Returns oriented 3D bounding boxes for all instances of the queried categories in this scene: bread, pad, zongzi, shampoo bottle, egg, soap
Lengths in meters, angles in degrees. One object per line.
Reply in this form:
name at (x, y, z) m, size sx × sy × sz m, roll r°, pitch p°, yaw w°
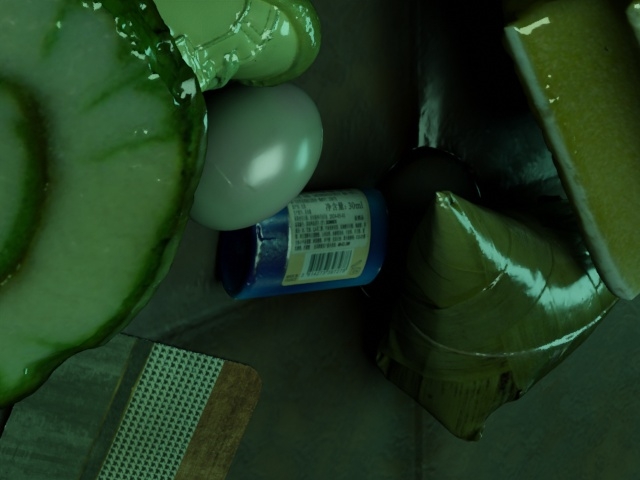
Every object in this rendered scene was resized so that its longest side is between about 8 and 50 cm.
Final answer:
bread at (-0.270, -0.050, 1.260) m, size 0.381 × 0.129 × 0.366 m, roll -4°, pitch 125°, yaw -19°
pad at (-0.171, 0.241, 1.609) m, size 0.250 × 0.055 × 0.323 m, roll 18°, pitch 79°, yaw -46°
zongzi at (0.183, -0.003, 1.723) m, size 0.274 × 0.145 × 0.300 m, roll -37°, pitch 149°, yaw -28°
shampoo bottle at (0.000, 0.000, 1.657) m, size 0.183 × 0.050 × 0.087 m, roll -6°, pitch 110°, yaw -41°
egg at (-0.058, -0.068, 1.534) m, size 0.135 × 0.103 × 0.103 m, roll -47°, pitch 134°, yaw -14°
soap at (0.276, -0.163, 1.682) m, size 0.293 × 0.156 × 0.335 m, roll -73°, pitch 146°, yaw -45°

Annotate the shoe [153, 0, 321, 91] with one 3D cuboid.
shoe at (-0.127, -0.154, 1.418) m, size 0.262 × 0.140 × 0.128 m, roll 23°, pitch 83°, yaw -41°
